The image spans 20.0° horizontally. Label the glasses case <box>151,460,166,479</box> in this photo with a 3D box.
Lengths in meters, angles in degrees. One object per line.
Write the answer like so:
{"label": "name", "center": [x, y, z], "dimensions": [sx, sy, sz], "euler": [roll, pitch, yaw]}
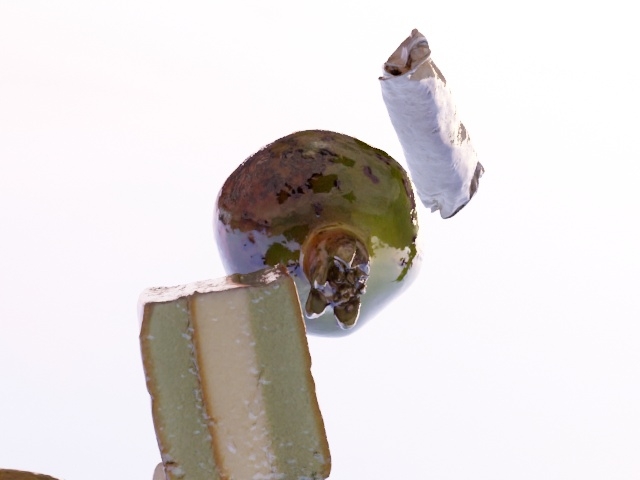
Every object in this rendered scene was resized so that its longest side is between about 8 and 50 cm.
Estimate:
{"label": "glasses case", "center": [-0.089, 0.238, 1.286], "dimensions": [0.049, 0.074, 0.193], "euler": [-19, -134, 9]}

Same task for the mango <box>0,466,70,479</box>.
{"label": "mango", "center": [-0.290, 0.257, 1.236], "dimensions": [0.329, 0.176, 0.176], "euler": [-30, -140, 6]}

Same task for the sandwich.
{"label": "sandwich", "center": [-0.065, 0.097, 1.301], "dimensions": [0.117, 0.144, 0.187], "euler": [-9, -178, -4]}

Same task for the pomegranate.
{"label": "pomegranate", "center": [-0.001, 0.013, 1.645], "dimensions": [0.198, 0.198, 0.246], "euler": [6, -135, -9]}

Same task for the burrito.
{"label": "burrito", "center": [0.112, -0.119, 1.871], "dimensions": [0.059, 0.082, 0.275], "euler": [30, 163, 30]}
